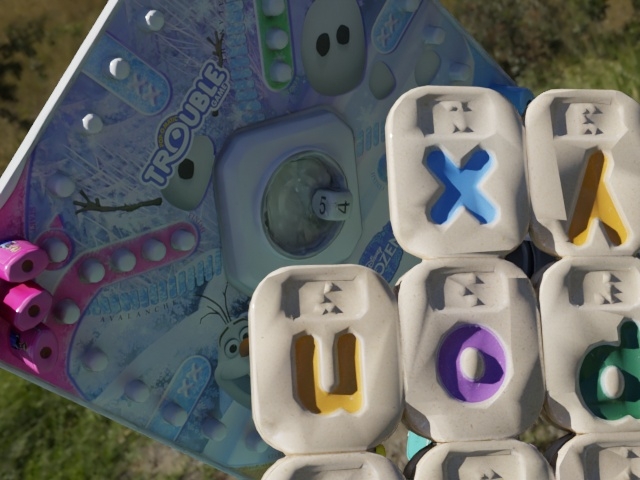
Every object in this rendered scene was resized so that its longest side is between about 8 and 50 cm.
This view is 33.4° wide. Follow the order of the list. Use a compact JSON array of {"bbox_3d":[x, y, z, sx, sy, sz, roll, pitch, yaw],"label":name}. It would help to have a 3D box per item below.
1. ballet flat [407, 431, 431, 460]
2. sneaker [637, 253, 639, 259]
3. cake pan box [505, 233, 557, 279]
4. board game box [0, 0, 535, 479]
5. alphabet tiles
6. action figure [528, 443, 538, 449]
[{"bbox_3d":[0.166,0.187,1.409,0.091,0.077,0.241,3,82,61],"label":"ballet flat"},{"bbox_3d":[0.309,-0.019,0.944,0.078,0.234,0.106,8,52,23],"label":"sneaker"},{"bbox_3d":[0.249,0.035,1.734,0.266,0.246,0.070,9,15,12],"label":"cake pan box"},{"bbox_3d":[-0.011,-0.025,0.762,0.050,0.390,0.390,19,77,49],"label":"board game box"},{"bbox_3d":[0.113,0.075,0.422,0.284,0.278,0.021,-2,-10,-13],"label":"alphabet tiles"},{"bbox_3d":[0.242,0.325,1.130,0.248,0.370,0.276,-35,64,19],"label":"action figure"}]
